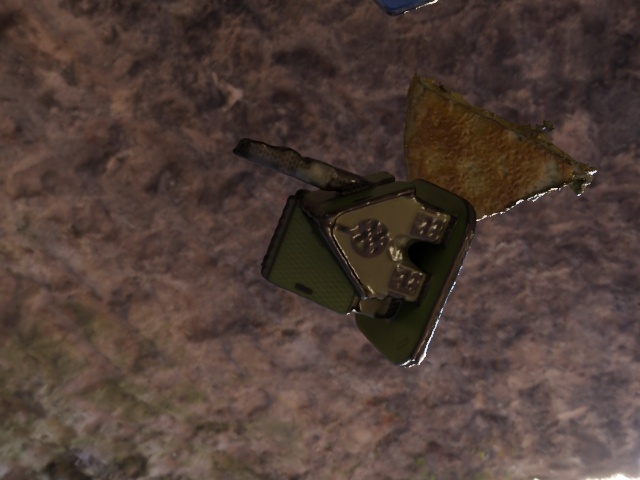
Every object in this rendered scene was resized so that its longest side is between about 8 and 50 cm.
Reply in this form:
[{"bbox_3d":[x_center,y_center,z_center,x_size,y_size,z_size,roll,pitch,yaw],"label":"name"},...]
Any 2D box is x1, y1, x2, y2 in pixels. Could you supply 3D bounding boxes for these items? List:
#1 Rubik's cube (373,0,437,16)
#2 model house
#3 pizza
[{"bbox_3d":[0.110,-0.395,0.567,0.291,0.287,0.293,-5,-32,43],"label":"Rubik's cube"},{"bbox_3d":[0.000,0.000,0.907,0.278,0.219,0.205,18,8,-20],"label":"model house"},{"bbox_3d":[0.265,-0.109,1.152,0.287,0.075,0.280,10,-54,18],"label":"pizza"}]
